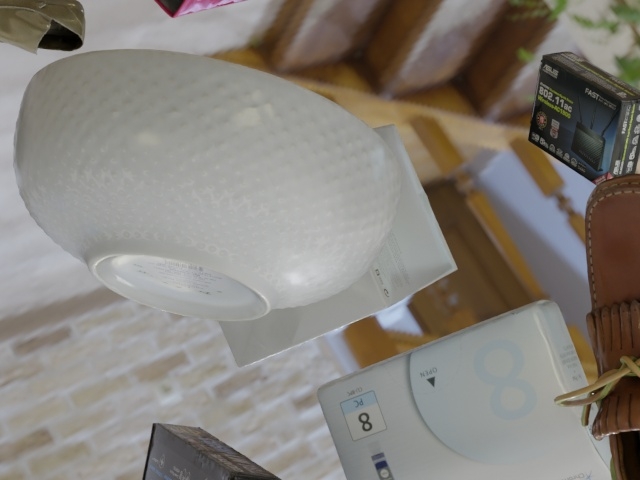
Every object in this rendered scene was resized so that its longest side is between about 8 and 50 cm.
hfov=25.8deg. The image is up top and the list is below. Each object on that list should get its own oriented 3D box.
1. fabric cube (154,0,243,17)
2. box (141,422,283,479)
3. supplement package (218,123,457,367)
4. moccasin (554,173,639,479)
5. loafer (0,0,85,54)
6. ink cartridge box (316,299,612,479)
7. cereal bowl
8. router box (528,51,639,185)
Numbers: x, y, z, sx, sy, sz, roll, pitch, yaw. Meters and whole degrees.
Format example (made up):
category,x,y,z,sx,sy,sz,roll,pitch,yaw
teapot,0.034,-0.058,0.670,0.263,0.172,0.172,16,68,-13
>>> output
category,x,y,z,sx,sy,sz,roll,pitch,yaw
fabric cube,-0.161,-0.518,2.067,0.258,0.254,0.259,-25,159,-53
box,-0.152,0.388,1.653,0.073,0.293,0.295,12,180,-25
supplement package,0.000,0.000,1.622,0.198,0.199,0.262,-24,178,24
moccasin,0.281,0.135,1.150,0.139,0.380,0.147,0,-168,33
loafer,-0.293,-0.215,1.383,0.148,0.050,0.056,-7,146,-39
ink cartridge box,0.198,0.300,1.650,0.308,0.385,0.091,-24,169,25
cereal bowl,-0.107,-0.022,1.204,0.338,0.141,0.339,11,160,4
router box,0.252,-0.115,1.323,0.038,0.122,0.092,-11,122,-29
